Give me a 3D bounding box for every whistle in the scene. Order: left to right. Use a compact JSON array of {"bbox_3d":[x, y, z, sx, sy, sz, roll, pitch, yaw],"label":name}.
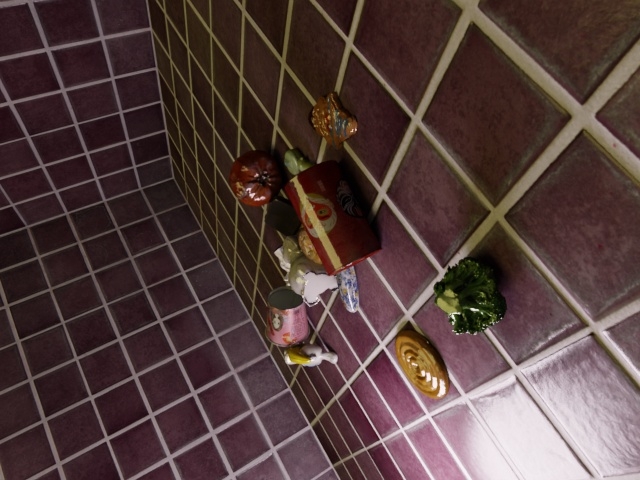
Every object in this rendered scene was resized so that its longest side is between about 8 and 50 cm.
[{"bbox_3d":[-0.079,-0.288,1.796,0.198,0.057,0.104,35,142,53],"label":"whistle"}]

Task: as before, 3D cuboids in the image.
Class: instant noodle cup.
[{"bbox_3d":[-0.175,0.386,2.436,0.243,0.242,0.231,40,140,46],"label":"instant noodle cup"}]

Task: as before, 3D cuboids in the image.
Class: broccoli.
[{"bbox_3d":[0.361,0.137,1.152,0.195,0.156,0.196,-4,84,43],"label":"broccoli"}]

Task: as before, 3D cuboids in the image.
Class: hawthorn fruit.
[{"bbox_3d":[-0.299,-0.274,2.061,0.271,0.241,0.242,21,131,58],"label":"hawthorn fruit"}]

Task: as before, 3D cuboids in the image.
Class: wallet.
[{"bbox_3d":[-0.158,-0.103,2.085,0.165,0.042,0.309,31,157,-4],"label":"wallet"}]

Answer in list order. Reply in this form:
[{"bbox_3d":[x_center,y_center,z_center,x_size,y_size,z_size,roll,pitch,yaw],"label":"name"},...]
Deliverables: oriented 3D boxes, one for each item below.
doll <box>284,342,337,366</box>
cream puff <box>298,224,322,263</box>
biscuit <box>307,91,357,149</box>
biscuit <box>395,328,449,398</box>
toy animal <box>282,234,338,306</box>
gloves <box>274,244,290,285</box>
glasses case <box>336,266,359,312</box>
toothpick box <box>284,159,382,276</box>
[{"bbox_3d":[-0.062,0.584,2.397,0.237,0.252,0.111,173,99,-75],"label":"doll"},{"bbox_3d":[0.000,0.000,1.812,0.189,0.129,0.189,34,135,41],"label":"cream puff"},{"bbox_3d":[0.029,-0.384,1.510,0.280,0.043,0.183,27,132,52],"label":"biscuit"},{"bbox_3d":[0.338,0.425,1.610,0.262,0.037,0.262,48,151,37],"label":"biscuit"},{"bbox_3d":[-0.073,0.092,2.013,0.357,0.193,0.258,55,166,43],"label":"toy animal"},{"bbox_3d":[-0.149,0.128,2.296,0.229,0.097,0.119,67,162,11],"label":"gloves"},{"bbox_3d":[0.103,0.165,1.827,0.087,0.065,0.248,35,143,55],"label":"glasses case"},{"bbox_3d":[0.041,-0.072,1.564,0.333,0.204,0.204,64,157,7],"label":"toothpick box"}]
